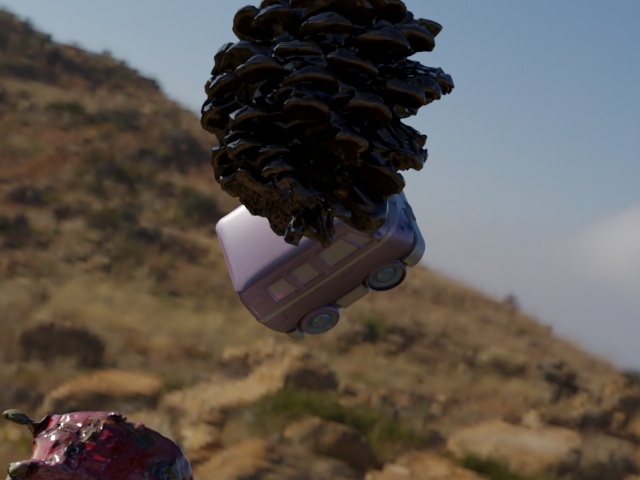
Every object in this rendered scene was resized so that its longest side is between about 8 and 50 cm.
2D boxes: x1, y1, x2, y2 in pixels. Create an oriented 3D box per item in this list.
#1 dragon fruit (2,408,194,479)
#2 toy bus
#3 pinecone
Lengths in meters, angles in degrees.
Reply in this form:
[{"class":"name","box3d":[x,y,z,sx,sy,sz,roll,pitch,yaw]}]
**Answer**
[{"class":"dragon fruit","box3d":[-0.285,0.317,1.997,0.282,0.147,0.211,26,-43,-6]},{"class":"toy bus","box3d":[0.000,0.000,1.811,0.142,0.202,0.142,39,23,-45]},{"class":"pinecone","box3d":[-0.006,-0.124,1.542,0.243,0.257,0.243,31,-11,7]}]
